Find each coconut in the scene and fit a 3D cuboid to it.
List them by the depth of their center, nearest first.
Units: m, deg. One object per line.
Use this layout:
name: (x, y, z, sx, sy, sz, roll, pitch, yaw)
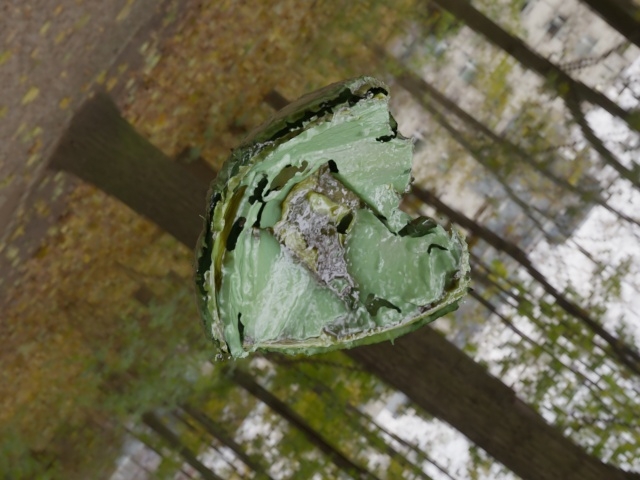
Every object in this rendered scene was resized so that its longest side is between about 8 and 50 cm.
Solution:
coconut: (-0.001, -0.004, 0.437, 0.133, 0.055, 0.158, -33, 139, -15)
